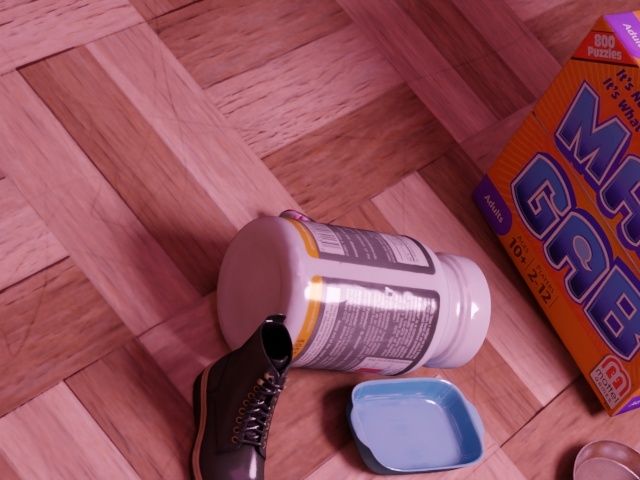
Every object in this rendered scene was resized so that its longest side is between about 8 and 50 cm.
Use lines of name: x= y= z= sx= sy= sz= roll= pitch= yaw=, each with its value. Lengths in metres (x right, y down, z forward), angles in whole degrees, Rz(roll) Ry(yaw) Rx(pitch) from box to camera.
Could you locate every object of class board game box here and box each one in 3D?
board game box: x=0.481 y=-0.054 z=2.062 sx=0.357 sy=0.356 sz=0.356 roll=-13 pitch=61 yaw=-34

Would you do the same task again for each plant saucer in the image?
plant saucer: x=0.359 y=0.316 z=1.956 sx=0.168 sy=0.029 sz=0.168 roll=23 pitch=44 yaw=-24

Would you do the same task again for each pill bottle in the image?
pill bottle: x=0.040 y=0.066 z=1.806 sx=0.278 sy=0.162 sz=0.162 roll=9 pitch=52 yaw=-35

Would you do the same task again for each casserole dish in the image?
casserole dish: x=0.101 y=0.210 z=1.830 sx=0.188 sy=0.037 sz=0.114 roll=1 pitch=57 yaw=-38

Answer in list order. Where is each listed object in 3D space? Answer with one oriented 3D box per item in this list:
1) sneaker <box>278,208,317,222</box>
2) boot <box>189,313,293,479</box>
sneaker: x=0.000 y=0.000 z=1.927 sx=0.119 sy=0.047 sz=0.057 roll=36 pitch=25 yaw=-13
boot: x=-0.069 y=0.182 z=1.638 sx=0.077 sy=0.137 sz=0.197 roll=10 pitch=52 yaw=-33
